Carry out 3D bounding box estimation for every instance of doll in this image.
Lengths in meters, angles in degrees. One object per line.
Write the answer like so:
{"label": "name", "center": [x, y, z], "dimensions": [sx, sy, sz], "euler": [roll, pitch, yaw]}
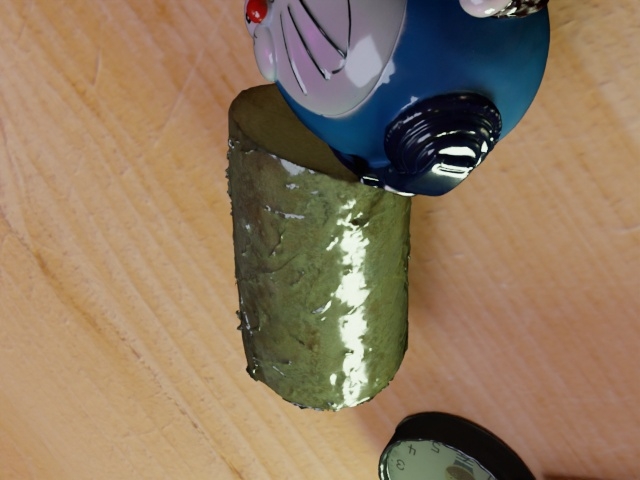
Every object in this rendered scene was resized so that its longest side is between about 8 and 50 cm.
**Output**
{"label": "doll", "center": [0.078, -0.190, 1.367], "dimensions": [0.310, 0.240, 0.284], "euler": [-51, 44, 39]}

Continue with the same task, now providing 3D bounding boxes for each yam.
{"label": "yam", "center": [0.000, 0.000, 1.660], "dimensions": [0.168, 0.168, 0.304], "euler": [24, 137, 25]}

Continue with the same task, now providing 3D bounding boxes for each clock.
{"label": "clock", "center": [0.142, 0.259, 1.869], "dimensions": [0.184, 0.040, 0.184], "euler": [24, 138, 25]}
